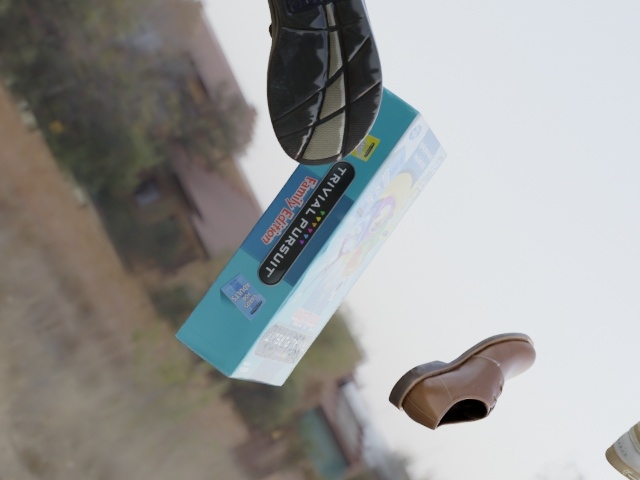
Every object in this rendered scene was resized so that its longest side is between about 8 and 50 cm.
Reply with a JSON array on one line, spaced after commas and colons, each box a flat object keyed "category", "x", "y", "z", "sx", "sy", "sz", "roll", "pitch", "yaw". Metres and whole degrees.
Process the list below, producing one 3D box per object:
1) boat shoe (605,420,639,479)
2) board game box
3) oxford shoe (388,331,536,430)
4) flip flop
[{"category": "boat shoe", "x": 0.350, "y": 0.243, "z": 1.757, "sx": 0.170, "sy": 0.059, "sz": 0.063, "roll": 42, "pitch": 25, "yaw": -35}, {"category": "board game box", "x": 0.000, "y": 0.000, "z": 1.863, "sx": 0.079, "sy": 0.336, "sz": 0.254, "roll": 36, "pitch": 1, "yaw": 13}, {"category": "oxford shoe", "x": 0.171, "y": 0.161, "z": 1.862, "sx": 0.076, "sy": 0.212, "sz": 0.076, "roll": 42, "pitch": -47, "yaw": 29}, {"category": "flip flop", "x": -0.010, "y": -0.210, "z": 1.609, "sx": 0.080, "sy": 0.112, "sz": 0.277, "roll": -102, "pitch": 180, "yaw": -81}]
